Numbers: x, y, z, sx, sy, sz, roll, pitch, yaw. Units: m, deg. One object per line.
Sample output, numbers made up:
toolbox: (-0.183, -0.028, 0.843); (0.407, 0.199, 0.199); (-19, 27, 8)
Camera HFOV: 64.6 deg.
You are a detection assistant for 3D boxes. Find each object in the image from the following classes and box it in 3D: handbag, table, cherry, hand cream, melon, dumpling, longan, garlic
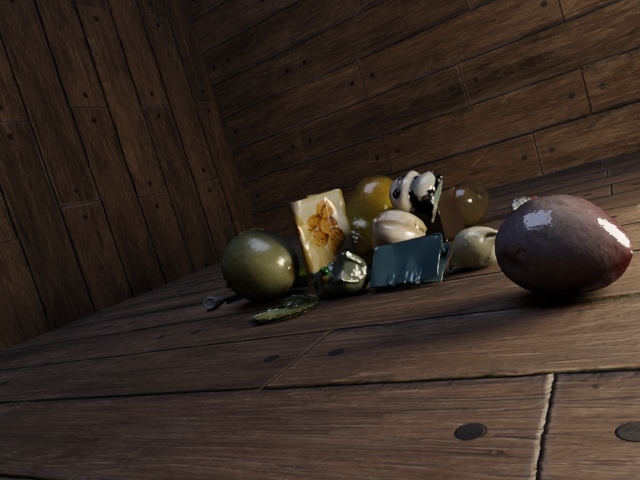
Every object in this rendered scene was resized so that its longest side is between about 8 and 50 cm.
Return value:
handbag: (0.239, 0.065, 1.386); (0.221, 0.057, 0.144); (-11, 47, 40)
table: (0.398, -0.069, 1.829); (0.172, 0.193, 0.169); (-12, 7, 42)
cherry: (0.443, 0.009, 0.955); (0.213, 0.184, 0.266); (-35, 26, -25)
hand cream: (-0.417, 0.240, 1.990); (0.076, 0.047, 0.174); (-19, -3, -1)
melon: (-0.211, 0.089, 1.768); (0.271, 0.272, 0.308); (-19, 1, -25)
dumpling: (0.428, 0.012, 1.346); (0.180, 0.112, 0.155); (-6, 13, 34)
longan: (0.592, -0.145, 2.081); (0.197, 0.198, 0.212); (-12, 13, 38)
garlic: (0.265, 0.005, 1.659); (0.202, 0.185, 0.281); (4, -12, 9)

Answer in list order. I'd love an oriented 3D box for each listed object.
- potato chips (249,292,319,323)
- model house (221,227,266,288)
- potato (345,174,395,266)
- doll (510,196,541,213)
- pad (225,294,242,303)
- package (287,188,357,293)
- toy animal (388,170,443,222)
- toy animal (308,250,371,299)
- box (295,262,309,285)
potato chips: (-0.097, 0.201, 1.504); (0.201, 0.029, 0.220); (-15, 8, 14)
model house: (-0.318, 0.075, 2.292); (0.267, 0.240, 0.173); (-18, 6, -22)
potato: (0.176, -0.095, 1.949); (0.289, 0.297, 0.397); (8, 15, 35)
doll: (0.805, -0.138, 1.985); (0.180, 0.079, 0.094); (-12, -26, -31)
pad: (-0.258, 0.203, 2.054); (0.264, 0.009, 0.159); (-19, 6, -13)
package: (-0.017, 0.001, 1.747); (0.221, 0.312, 0.165); (-22, 9, -37)
toy animal: (0.309, -0.147, 1.665); (0.179, 0.138, 0.166); (10, 56, 32)
toy animal: (0.037, 0.123, 1.526); (0.125, 0.127, 0.251); (-43, 8, -35)
box: (-0.098, 0.133, 1.980); (0.334, 0.047, 0.187); (-8, 10, 42)
